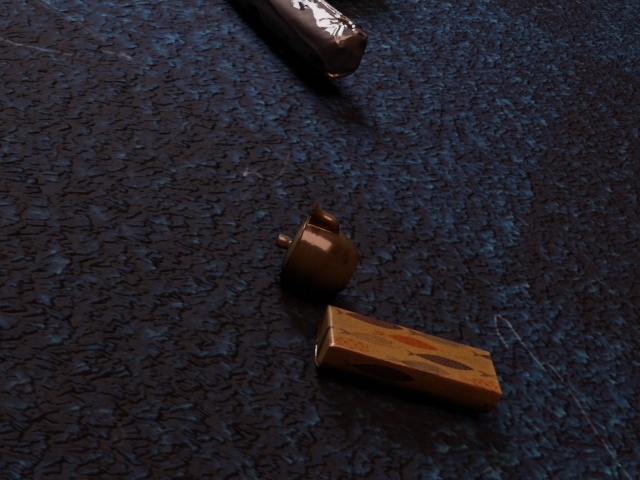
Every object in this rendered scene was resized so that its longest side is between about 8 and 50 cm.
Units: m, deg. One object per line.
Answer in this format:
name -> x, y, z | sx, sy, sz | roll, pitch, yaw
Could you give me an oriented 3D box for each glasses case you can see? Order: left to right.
glasses case -> 0.080, 0.114, 0.858 | 0.170, 0.041, 0.065 | 17, 30, -12

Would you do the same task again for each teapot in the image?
teapot -> 0.000, 0.000, 0.910 | 0.080, 0.085, 0.110 | 26, 20, -4

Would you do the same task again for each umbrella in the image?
umbrella -> -0.066, -0.324, 1.206 | 0.067, 0.073, 0.337 | -13, 47, -45

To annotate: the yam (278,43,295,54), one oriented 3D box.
yam -> -0.020, -0.260, 1.221 | 0.014, 0.014, 0.107 | 42, 43, 17
